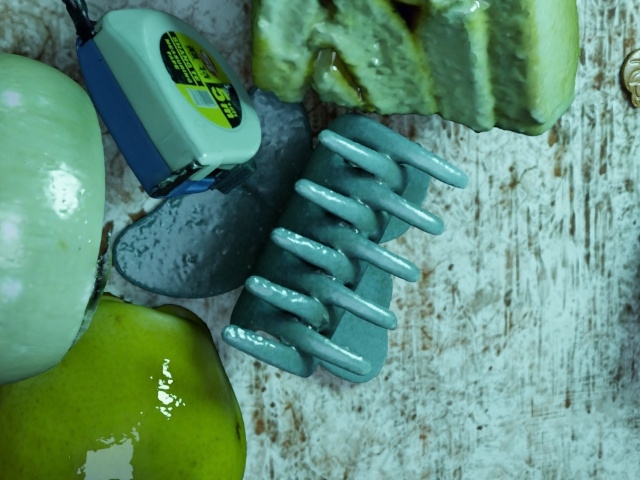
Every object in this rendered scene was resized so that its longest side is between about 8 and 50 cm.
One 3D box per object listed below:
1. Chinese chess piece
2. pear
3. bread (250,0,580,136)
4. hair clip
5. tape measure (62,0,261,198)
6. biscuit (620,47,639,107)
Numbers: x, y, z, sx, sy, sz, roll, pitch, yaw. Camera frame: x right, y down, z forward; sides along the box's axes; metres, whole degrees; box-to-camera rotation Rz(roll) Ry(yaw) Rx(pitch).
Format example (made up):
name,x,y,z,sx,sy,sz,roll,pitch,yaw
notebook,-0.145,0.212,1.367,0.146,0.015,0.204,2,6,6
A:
name,x,y,z,sx,sy,sz,roll,pitch,yaw
Chinese chess piece,-0.342,-0.022,1.253,0.146,0.349,0.349,6,101,-32
pear,-0.241,0.271,1.427,0.340,0.191,0.386,8,101,-17
bread,0.126,-0.293,1.297,0.395,0.239,0.264,10,141,-2
hair clip,0.000,0.000,1.409,0.392,0.238,0.318,28,92,-18
tape measure,-0.198,-0.206,1.303,0.098,0.215,0.351,-33,81,23
biscuit,0.439,-0.213,1.590,0.091,0.015,0.078,29,94,-19
